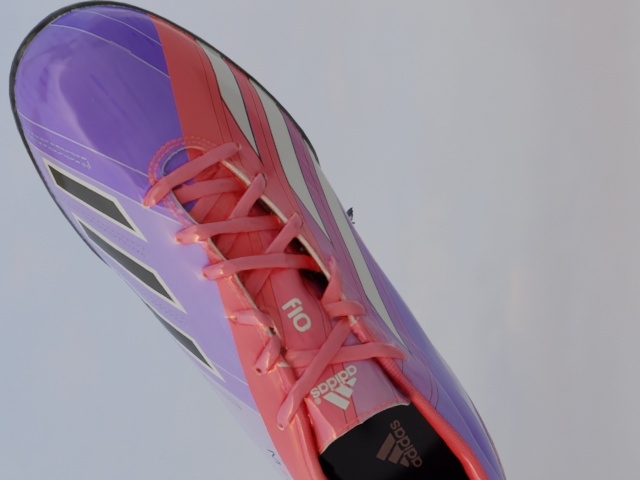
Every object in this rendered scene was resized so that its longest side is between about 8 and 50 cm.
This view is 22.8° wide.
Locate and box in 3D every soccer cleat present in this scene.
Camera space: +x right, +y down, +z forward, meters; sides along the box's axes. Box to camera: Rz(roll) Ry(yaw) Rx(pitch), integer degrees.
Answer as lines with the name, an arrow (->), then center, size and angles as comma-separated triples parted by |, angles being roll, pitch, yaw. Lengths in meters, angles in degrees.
soccer cleat -> -0.015, 0.030, 0.691 | 0.318, 0.108, 0.116 | 54, 178, -15

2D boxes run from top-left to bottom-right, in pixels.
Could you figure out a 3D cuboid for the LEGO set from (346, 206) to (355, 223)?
LEGO set -> 0.003, 0.000, 1.023 | 0.083, 0.054, 0.023 | 29, -139, -42
